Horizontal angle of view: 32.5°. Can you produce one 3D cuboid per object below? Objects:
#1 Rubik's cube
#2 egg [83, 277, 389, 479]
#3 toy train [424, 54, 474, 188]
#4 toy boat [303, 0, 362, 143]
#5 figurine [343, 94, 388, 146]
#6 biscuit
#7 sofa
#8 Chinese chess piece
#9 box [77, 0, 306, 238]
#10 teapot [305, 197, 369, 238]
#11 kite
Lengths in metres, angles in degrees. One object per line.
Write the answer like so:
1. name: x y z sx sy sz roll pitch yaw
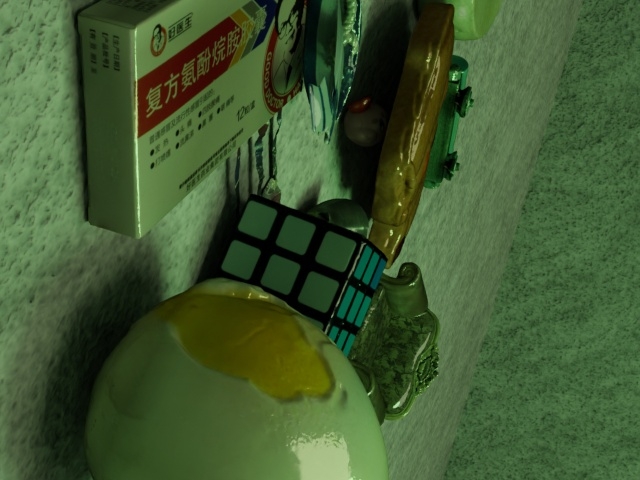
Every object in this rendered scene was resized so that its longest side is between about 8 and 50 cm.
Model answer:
1. Rubik's cube: -0.029 0.053 1.346 0.160 0.163 0.162 36 74 -74
2. egg: -0.079 0.211 1.129 0.283 0.345 0.283 -42 -170 9
3. toy train: 0.222 -0.223 2.005 0.159 0.101 0.248 -70 170 -55
4. toy boat: 0.009 -0.195 1.302 0.210 0.070 0.291 89 5 -54
5. figurine: 0.067 -0.174 1.614 0.071 0.067 0.083 65 26 -7
6. biscuit: 0.148 -0.173 1.746 0.455 0.078 0.349 94 8 -59
7. sofa: 0.107 0.173 1.879 0.200 0.182 0.258 67 44 -62
8. Chinese chess piece: 0.245 -0.457 1.814 0.250 0.101 0.250 18 90 -72
9. box: -0.111 -0.178 1.084 0.353 0.069 0.214 -53 154 -50
10. teapot: 0.007 0.001 1.575 0.091 0.092 0.124 -2 103 -54
11. kite: -0.078 -0.037 1.390 0.204 0.022 0.360 -52 157 -46
